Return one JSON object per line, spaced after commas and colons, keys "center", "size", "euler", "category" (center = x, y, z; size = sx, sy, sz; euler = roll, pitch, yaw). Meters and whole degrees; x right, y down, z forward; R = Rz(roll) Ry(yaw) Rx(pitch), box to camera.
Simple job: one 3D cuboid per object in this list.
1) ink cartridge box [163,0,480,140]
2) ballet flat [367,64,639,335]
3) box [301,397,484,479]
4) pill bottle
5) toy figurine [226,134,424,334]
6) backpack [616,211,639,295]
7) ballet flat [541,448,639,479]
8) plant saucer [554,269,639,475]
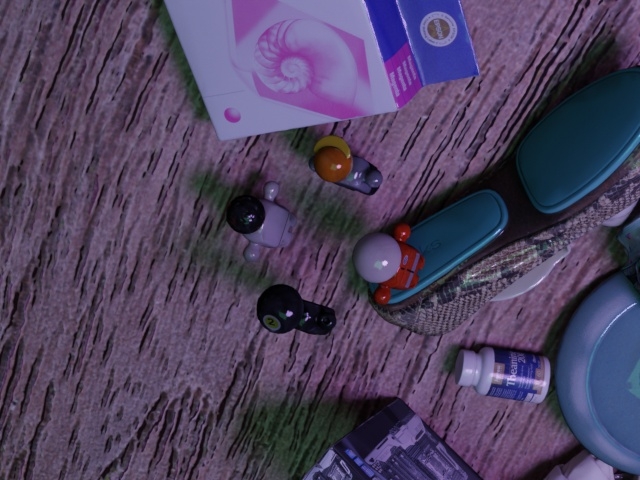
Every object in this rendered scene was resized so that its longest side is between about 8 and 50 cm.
{"center": [-0.018, -0.288, 1.573], "size": [0.330, 0.071, 0.324], "euler": [-8, 120, 23], "category": "ink cartridge box"}
{"center": [0.275, -0.034, 1.734], "size": [0.483, 0.164, 0.182], "euler": [-39, 135, 25], "category": "ballet flat"}
{"center": [0.148, 0.366, 1.817], "size": [0.307, 0.242, 0.076], "euler": [44, 114, 12], "category": "box"}
{"center": [0.247, 0.181, 1.882], "size": [0.120, 0.067, 0.067], "euler": [9, 119, -6], "category": "pill bottle"}
{"center": [0.000, 0.000, 1.687], "size": [0.213, 0.148, 0.209], "euler": [-27, 73, 17], "category": "toy figurine"}
{"center": [0.462, 0.006, 1.708], "size": [0.166, 0.188, 0.144], "euler": [-29, 90, -2], "category": "backpack"}
{"center": [0.438, 0.347, 1.959], "size": [0.400, 0.139, 0.139], "euler": [-5, 119, -3], "category": "ballet flat"}
{"center": [0.475, 0.178, 1.852], "size": [0.318, 0.044, 0.317], "euler": [-1, 104, -4], "category": "plant saucer"}
